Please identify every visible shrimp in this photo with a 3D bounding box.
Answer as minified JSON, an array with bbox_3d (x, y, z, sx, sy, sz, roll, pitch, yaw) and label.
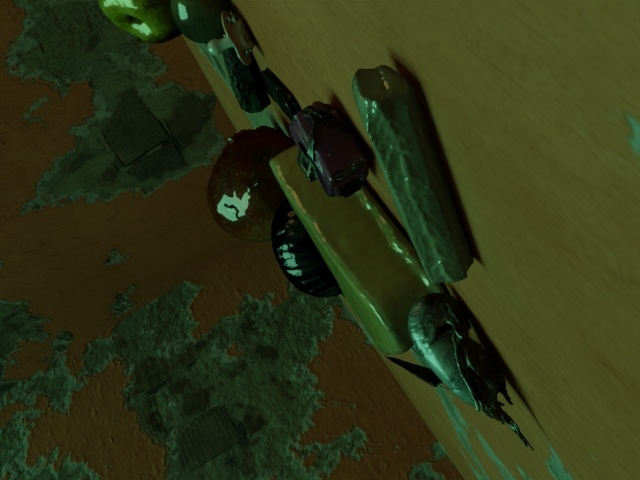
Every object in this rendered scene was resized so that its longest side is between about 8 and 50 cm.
[{"bbox_3d":[0.190,0.166,1.051,0.232,0.079,0.090,53,180,2],"label":"shrimp"}]

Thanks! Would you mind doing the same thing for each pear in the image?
[{"bbox_3d":[-0.313,-0.477,1.587,0.197,0.197,0.197,58,176,6],"label":"pear"}]

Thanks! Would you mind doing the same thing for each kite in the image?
[{"bbox_3d":[0.162,0.186,1.174,0.160,0.010,0.183,20,-179,19],"label":"kite"}]

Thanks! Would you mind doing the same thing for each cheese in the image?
[{"bbox_3d":[0.080,0.046,1.247,0.383,0.104,0.384,58,176,6],"label":"cheese"}]

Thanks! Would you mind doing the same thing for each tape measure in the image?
[{"bbox_3d":[0.009,-0.115,1.073,0.118,0.074,0.125,58,175,18],"label":"tape measure"}]

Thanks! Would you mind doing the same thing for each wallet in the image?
[{"bbox_3d":[-0.062,-0.239,1.452,0.082,0.018,0.156,61,176,-38],"label":"wallet"}]

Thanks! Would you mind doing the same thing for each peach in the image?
[{"bbox_3d":[-0.117,-0.106,1.703,0.232,0.232,0.257,58,-173,8],"label":"peach"}]

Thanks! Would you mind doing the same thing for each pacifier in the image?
[{"bbox_3d":[-0.154,-0.336,1.429,0.099,0.078,0.081,59,-162,-31],"label":"pacifier"}]

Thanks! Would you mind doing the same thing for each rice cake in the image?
[{"bbox_3d":[0.086,-0.049,0.763,0.057,0.052,0.256,59,178,46],"label":"rice cake"}]

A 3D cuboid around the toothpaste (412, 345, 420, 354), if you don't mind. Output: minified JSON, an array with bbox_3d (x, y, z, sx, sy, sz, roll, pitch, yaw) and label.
[{"bbox_3d":[0.133,0.133,1.652,0.299,0.073,0.114,51,176,-1],"label":"toothpaste"}]

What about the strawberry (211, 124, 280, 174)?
[{"bbox_3d":[-0.141,-0.178,1.939,0.184,0.187,0.201,36,-149,-13],"label":"strawberry"}]

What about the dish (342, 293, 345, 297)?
[{"bbox_3d":[0.043,0.026,1.789,0.207,0.080,0.149,59,173,4],"label":"dish"}]

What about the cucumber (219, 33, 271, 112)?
[{"bbox_3d":[-0.158,-0.330,1.619,0.078,0.062,0.211,57,176,31],"label":"cucumber"}]

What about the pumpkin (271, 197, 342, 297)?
[{"bbox_3d":[0.000,0.000,1.495,0.202,0.140,0.201,35,-134,-46],"label":"pumpkin"}]

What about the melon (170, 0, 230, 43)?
[{"bbox_3d":[-0.205,-0.393,1.447,0.098,0.098,0.130,57,172,25],"label":"melon"}]
